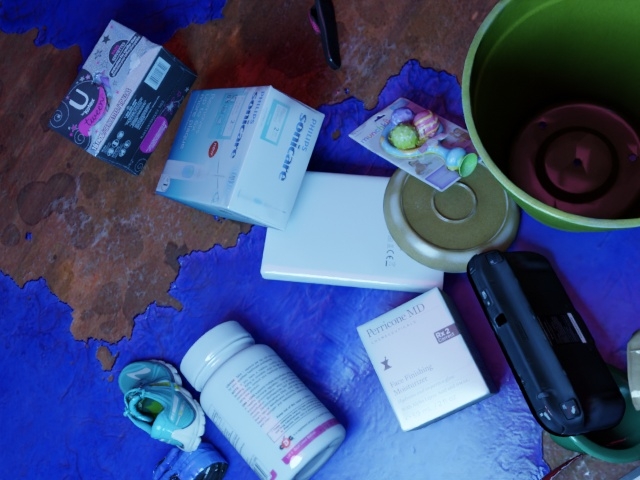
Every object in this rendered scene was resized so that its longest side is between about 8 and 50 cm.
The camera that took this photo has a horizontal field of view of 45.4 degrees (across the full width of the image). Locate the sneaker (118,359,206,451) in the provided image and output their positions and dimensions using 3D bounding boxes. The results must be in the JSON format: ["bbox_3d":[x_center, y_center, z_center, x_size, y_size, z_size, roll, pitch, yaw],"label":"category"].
[{"bbox_3d":[-0.306,0.285,1.383,0.275,0.110,0.107,22,91,52],"label":"sneaker"}]

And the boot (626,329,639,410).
[{"bbox_3d":[0.602,0.135,1.141,0.270,0.089,0.236,-12,42,32],"label":"boot"}]

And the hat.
[{"bbox_3d":[0.397,0.310,1.218,0.209,0.183,0.172,-4,53,-22],"label":"hat"}]

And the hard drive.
[{"bbox_3d":[0.064,-0.018,1.334,0.308,0.040,0.202,5,68,8],"label":"hard drive"}]

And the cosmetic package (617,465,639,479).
[{"bbox_3d":[0.416,0.428,1.152,0.239,0.099,0.060,-38,73,9],"label":"cosmetic package"}]

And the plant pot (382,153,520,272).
[{"bbox_3d":[0.225,-0.061,1.299,0.237,0.032,0.236,0,69,0],"label":"plant pot"}]

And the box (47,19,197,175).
[{"bbox_3d":[-0.393,-0.282,1.526,0.142,0.163,0.247,31,90,20],"label":"box"}]

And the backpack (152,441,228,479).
[{"bbox_3d":[-0.236,0.416,1.376,0.120,0.098,0.101,-48,66,6],"label":"backpack"}]

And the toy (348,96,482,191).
[{"bbox_3d":[0.171,-0.185,1.316,0.137,0.056,0.237,-37,52,-19],"label":"toy"}]

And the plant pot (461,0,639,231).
[{"bbox_3d":[0.399,-0.159,1.122,0.367,0.353,0.366,-2,78,11],"label":"plant pot"}]

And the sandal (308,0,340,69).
[{"bbox_3d":[0.001,-0.411,1.472,0.040,0.067,0.179,-13,78,28],"label":"sandal"}]

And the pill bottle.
[{"bbox_3d":[-0.105,0.283,1.323,0.160,0.160,0.283,-47,70,5],"label":"pill bottle"}]

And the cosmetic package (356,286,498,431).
[{"bbox_3d":[0.177,0.196,1.247,0.151,0.151,0.183,-29,72,11],"label":"cosmetic package"}]

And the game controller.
[{"bbox_3d":[0.345,0.147,1.178,0.067,0.167,0.319,-52,46,41],"label":"game controller"}]

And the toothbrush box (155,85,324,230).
[{"bbox_3d":[-0.151,-0.151,1.369,0.296,0.126,0.216,15,84,53],"label":"toothbrush box"}]
